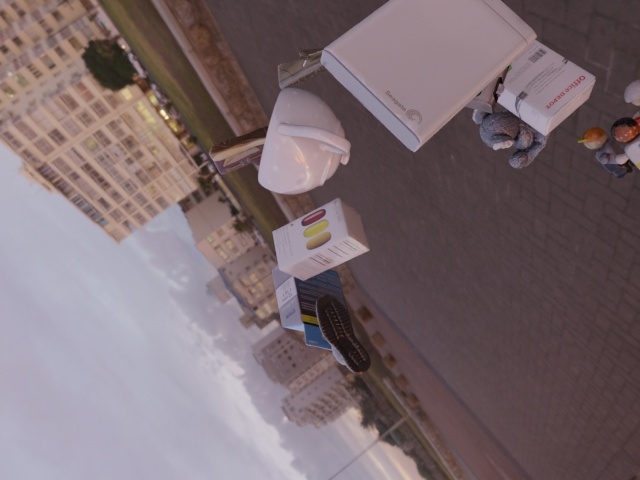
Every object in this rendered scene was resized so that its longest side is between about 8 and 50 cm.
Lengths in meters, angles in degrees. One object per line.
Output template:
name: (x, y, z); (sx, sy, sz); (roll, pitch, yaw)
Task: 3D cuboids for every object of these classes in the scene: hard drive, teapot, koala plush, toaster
hard drive: (0.204, -0.349, 0.915); (0.233, 0.353, 0.047); (45, 160, 5)
teapot: (-0.025, -0.209, 1.126); (0.256, 0.187, 0.253); (-79, 5, -45)
koala plush: (0.589, -0.353, 1.585); (0.203, 0.221, 0.196); (-55, 47, 52)
toaster: (0.332, -0.394, 1.128); (0.185, 0.168, 0.110); (20, -171, 15)

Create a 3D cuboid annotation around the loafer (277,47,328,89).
loafer: (-0.026, -0.551, 1.536); (0.088, 0.251, 0.094); (66, -171, 0)

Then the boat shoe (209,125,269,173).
boat shoe: (-0.219, -0.320, 1.804); (0.123, 0.341, 0.123); (-101, -7, -58)

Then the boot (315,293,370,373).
boot: (0.034, 0.228, 1.218); (0.198, 0.076, 0.137); (65, 164, 1)

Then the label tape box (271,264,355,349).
label tape box: (-0.021, 0.246, 1.756); (0.249, 0.115, 0.348); (21, -137, -39)

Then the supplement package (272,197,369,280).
supplement package: (0.000, 0.000, 1.504); (0.134, 0.244, 0.139); (30, -140, -52)

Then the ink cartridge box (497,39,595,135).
ink cartridge box: (0.557, -0.399, 1.300); (0.219, 0.160, 0.092); (49, 179, 27)

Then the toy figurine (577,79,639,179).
toy figurine: (0.677, -0.242, 1.051); (0.148, 0.209, 0.213); (47, -171, -2)

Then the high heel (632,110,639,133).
high heel: (1.215, -0.408, 1.857); (0.127, 0.377, 0.181); (37, 151, 29)
